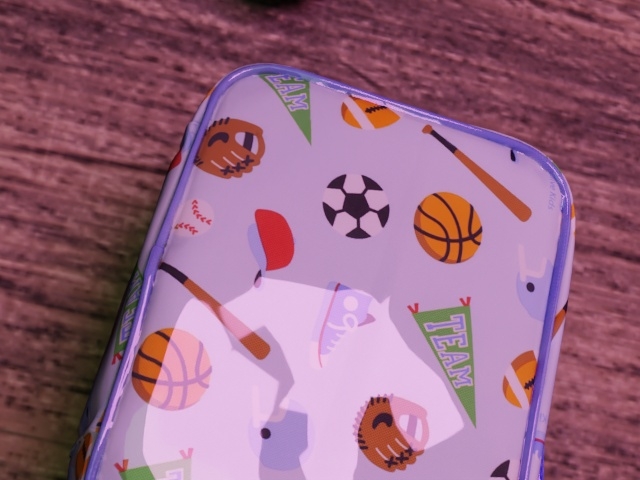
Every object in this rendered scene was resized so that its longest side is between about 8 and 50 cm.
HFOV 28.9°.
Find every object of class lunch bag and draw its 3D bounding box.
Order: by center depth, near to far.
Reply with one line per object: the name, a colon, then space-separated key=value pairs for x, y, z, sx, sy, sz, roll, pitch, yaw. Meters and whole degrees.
lunch bag: x=0.011 y=0.071 z=0.653 sx=0.243 sy=0.115 sz=0.303 roll=18 pitch=68 yaw=-9
